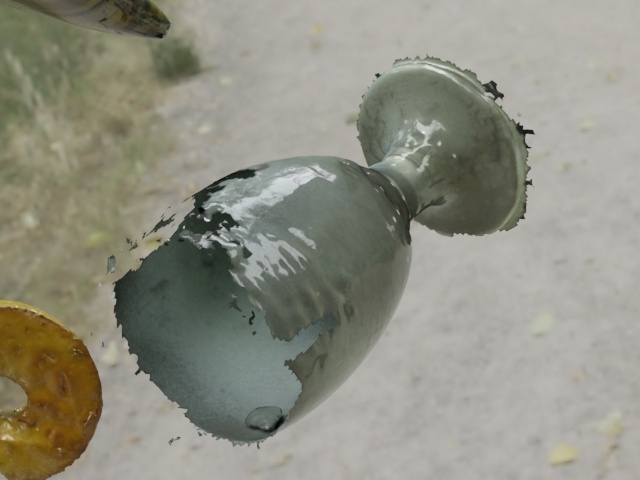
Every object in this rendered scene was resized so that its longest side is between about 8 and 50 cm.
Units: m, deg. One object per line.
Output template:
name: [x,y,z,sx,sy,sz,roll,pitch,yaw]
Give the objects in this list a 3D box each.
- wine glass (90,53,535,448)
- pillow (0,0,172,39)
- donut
wine glass: [0.004,0.003,1.297,0.190,0.190,0.357,4,30,44]
pillow: [-0.235,-0.205,1.162,0.212,0.052,0.208,27,-5,-42]
donut: [-0.170,0.076,0.910,0.097,0.108,0.043,-46,21,8]
